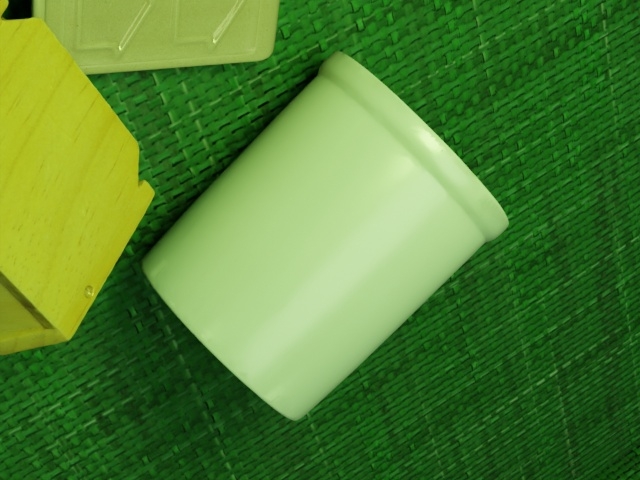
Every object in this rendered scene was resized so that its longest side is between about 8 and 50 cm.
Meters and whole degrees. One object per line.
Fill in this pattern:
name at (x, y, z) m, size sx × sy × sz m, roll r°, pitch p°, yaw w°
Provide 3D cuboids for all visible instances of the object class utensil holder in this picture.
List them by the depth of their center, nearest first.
utensil holder at (0.000, 0.000, 1.698) m, size 0.385 × 0.327 × 0.327 m, roll -45°, pitch 133°, yaw -1°

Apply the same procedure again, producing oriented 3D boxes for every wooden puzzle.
wooden puzzle at (-0.189, -0.361, 1.511) m, size 0.347 × 0.080 × 0.322 m, roll -12°, pitch 124°, yaw -34°

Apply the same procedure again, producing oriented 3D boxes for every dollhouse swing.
dollhouse swing at (-0.445, -0.067, 1.473) m, size 0.347 × 0.305 × 0.315 m, roll 55°, pitch 51°, yaw -43°
